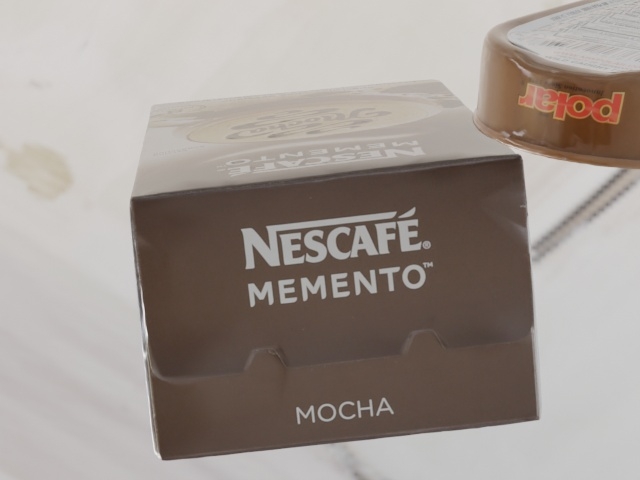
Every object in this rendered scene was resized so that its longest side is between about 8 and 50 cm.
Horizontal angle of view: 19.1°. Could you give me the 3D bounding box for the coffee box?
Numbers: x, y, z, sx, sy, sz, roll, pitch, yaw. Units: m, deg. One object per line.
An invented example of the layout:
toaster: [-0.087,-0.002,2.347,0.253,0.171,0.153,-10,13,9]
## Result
coffee box: [0.000,0.000,0.923,0.168,0.297,0.118,-6,-78,-3]

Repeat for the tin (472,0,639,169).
tin: [0.131,-0.062,0.685,0.106,0.190,0.040,18,-67,30]
